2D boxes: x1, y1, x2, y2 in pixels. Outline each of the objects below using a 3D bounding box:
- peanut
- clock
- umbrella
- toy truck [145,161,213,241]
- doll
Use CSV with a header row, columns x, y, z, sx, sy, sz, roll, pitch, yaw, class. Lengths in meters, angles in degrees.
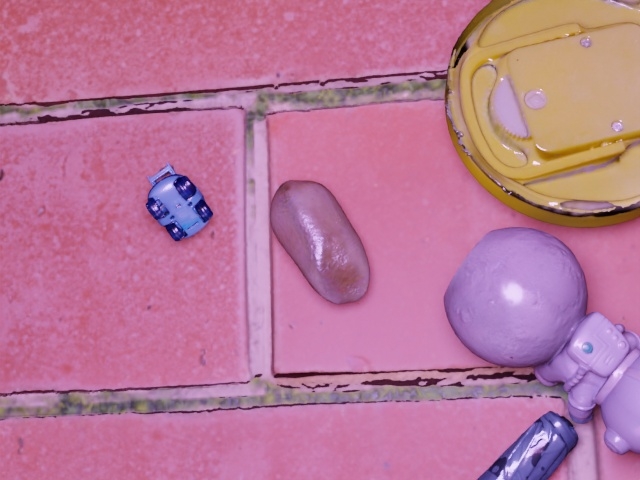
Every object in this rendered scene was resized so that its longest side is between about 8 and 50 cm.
x,y,z,sx,sy,sz,roll,pitch,yaw,class
0.000,0.000,1.417,0.076,0.076,0.152,-32,74,1,peanut
0.272,-0.143,1.402,0.293,0.071,0.277,-7,69,-4,clock
0.163,0.271,1.346,0.250,0.053,0.052,-45,77,-3,umbrella
-0.159,-0.047,1.456,0.056,0.090,0.073,-36,120,0,toy truck
0.259,0.106,1.317,0.287,0.151,0.151,38,87,14,doll
